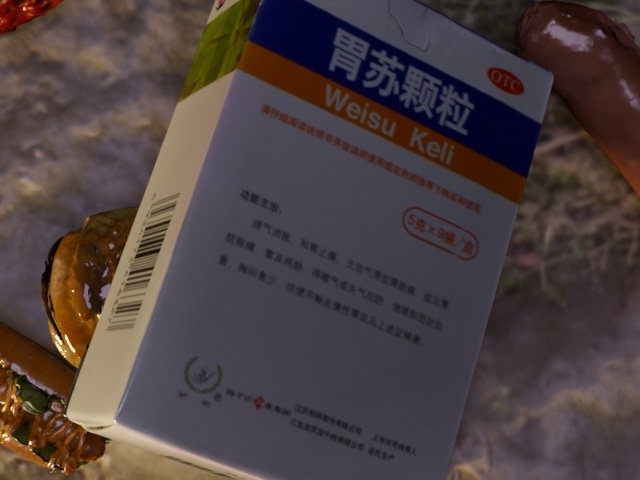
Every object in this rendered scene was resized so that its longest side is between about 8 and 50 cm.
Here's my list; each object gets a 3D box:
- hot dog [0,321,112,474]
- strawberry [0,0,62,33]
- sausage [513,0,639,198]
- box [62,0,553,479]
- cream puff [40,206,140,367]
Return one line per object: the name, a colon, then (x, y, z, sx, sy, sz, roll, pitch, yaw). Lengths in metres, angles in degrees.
hot dog: (-0.224, 0.092, 0.816, 0.188, 0.055, 0.072, 31, 93, -4)
strawberry: (-0.225, -0.174, 0.773, 0.236, 0.175, 0.107, -10, 130, 31)
sausage: (0.241, -0.045, 0.819, 0.078, 0.078, 0.304, -41, 95, 0)
box: (0.000, 0.000, 0.730, 0.200, 0.106, 0.299, 24, 75, -22)
cream puff: (-0.113, 0.032, 0.792, 0.133, 0.104, 0.119, -39, 99, -19)
